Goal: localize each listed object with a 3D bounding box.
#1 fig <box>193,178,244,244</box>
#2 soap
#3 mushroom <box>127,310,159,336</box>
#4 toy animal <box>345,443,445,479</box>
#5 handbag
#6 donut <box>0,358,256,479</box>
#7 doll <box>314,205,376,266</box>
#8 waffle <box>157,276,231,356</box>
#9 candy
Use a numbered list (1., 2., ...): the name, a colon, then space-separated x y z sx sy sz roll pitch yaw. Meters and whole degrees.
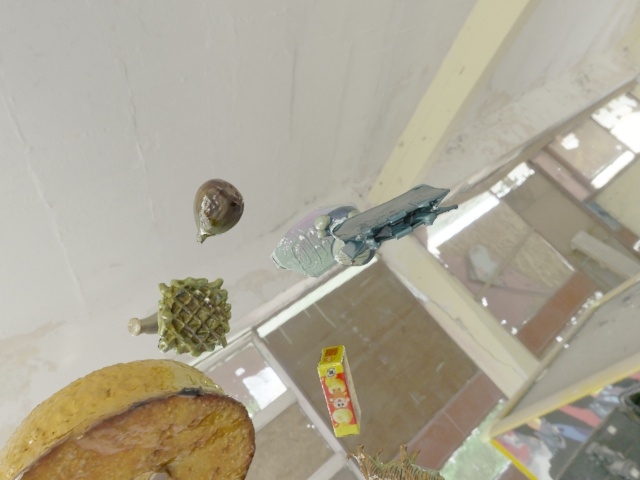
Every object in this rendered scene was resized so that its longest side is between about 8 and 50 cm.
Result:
1. fig: -0.237 -0.059 1.054 0.155 0.109 0.103 -51 -4 13
2. soap: 0.000 0.000 2.181 0.446 0.261 0.156 -35 3 4
3. mushroom: -0.779 0.388 2.243 0.247 0.096 0.108 -14 -64 -57
4. toy animal: 0.180 0.555 1.172 0.241 0.099 0.057 -3 -40 11
5. handbag: 0.140 -0.039 0.950 0.229 0.062 0.179 -26 8 -2
6. donut: -0.301 0.375 0.806 0.377 0.163 0.435 -38 -47 -17
7. doll: 0.110 -0.009 1.840 0.228 0.258 0.154 -9 24 20
8. waffle: -0.346 0.212 1.334 0.204 0.223 0.054 1 -7 -27
9. candy: 0.069 0.523 1.668 0.088 0.276 0.146 -12 9 9
